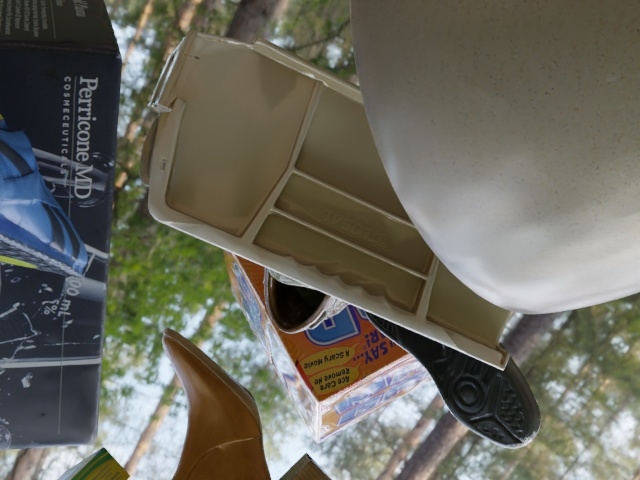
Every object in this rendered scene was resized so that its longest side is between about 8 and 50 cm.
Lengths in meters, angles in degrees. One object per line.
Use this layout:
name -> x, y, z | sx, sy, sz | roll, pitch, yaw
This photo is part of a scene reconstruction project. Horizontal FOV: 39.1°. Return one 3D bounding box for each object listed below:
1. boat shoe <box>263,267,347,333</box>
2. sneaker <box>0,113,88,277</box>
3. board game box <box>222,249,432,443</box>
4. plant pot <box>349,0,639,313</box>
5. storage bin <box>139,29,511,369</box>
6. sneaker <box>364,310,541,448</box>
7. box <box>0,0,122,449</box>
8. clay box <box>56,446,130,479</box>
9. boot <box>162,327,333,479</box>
boat shoe -> 0.000, 0.000, 0.930 | 0.122, 0.324, 0.120 | 35, -120, 19
sneaker -> -0.186, -0.031, 0.542 | 0.069, 0.082, 0.209 | 7, 165, 10
board game box -> 0.062, 0.094, 1.617 | 0.356, 0.356, 0.356 | -27, -110, -11
plant pot -> 0.179, -0.110, 0.460 | 0.284, 0.191, 0.284 | 10, -104, -44
storage bin -> -0.003, -0.041, 0.656 | 0.260, 0.123, 0.262 | 24, -177, -14
sneaker -> 0.155, 0.109, 0.902 | 0.130, 0.087, 0.227 | 2, -149, -42
box -> -0.327, -0.019, 0.697 | 0.313, 0.343, 0.179 | 0, -152, -19
clay box -> -0.325, 0.336, 1.008 | 0.053, 0.127, 0.222 | 50, -135, -4
boot -> -0.145, 0.270, 1.064 | 0.295, 0.211, 0.104 | 46, 173, 2
